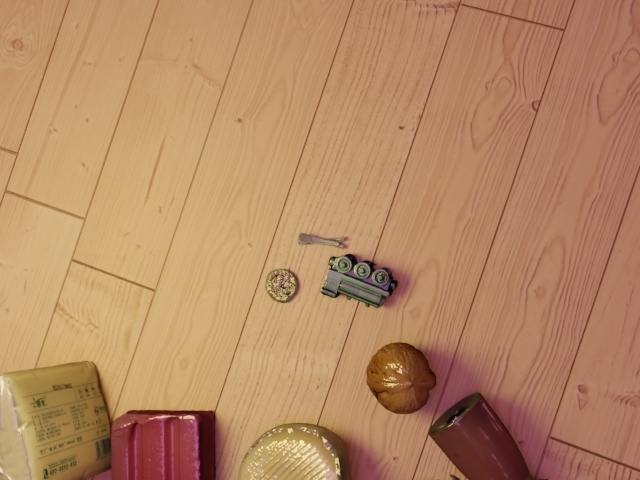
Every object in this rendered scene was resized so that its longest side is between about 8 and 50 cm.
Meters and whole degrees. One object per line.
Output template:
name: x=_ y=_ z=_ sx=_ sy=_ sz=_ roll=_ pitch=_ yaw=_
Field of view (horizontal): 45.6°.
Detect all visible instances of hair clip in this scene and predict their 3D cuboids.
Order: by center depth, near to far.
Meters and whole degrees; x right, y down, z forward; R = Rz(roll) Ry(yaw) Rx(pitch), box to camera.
hair clip: x=0.000 y=0.001 z=1.817 sx=0.115 sy=0.039 sz=0.030 roll=5 pitch=92 yaw=10

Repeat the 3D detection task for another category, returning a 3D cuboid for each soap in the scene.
soap: x=-0.374 y=0.586 z=1.811 sx=0.233 sy=0.128 sz=0.359 roll=-2 pitch=86 yaw=11

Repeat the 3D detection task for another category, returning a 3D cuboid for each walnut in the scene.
walnut: x=0.179 y=0.303 z=1.682 sx=0.155 sy=0.184 sz=0.155 roll=0 pitch=90 yaw=-3

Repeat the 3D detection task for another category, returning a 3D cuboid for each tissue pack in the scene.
tissue pack: x=-0.657 y=0.440 z=1.756 sx=0.207 sy=0.380 sz=0.297 roll=-19 pitch=79 yaw=11

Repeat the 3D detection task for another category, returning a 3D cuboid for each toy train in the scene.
toy train: x=0.091 y=0.097 z=1.776 sx=0.170 sy=0.071 sz=0.111 roll=21 pitch=100 yaw=12

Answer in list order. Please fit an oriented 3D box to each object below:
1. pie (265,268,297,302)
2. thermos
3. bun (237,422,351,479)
pie: x=-0.096 y=0.107 z=1.839 sx=0.085 sy=0.017 sz=0.085 roll=-1 pitch=85 yaw=12
thermos: x=0.361 y=0.487 z=1.652 sx=0.176 sy=0.146 sz=0.265 roll=-37 pitch=85 yaw=1
bun: x=-0.050 y=0.558 z=1.731 sx=0.287 sy=0.146 sz=0.287 roll=-6 pitch=72 yaw=19
